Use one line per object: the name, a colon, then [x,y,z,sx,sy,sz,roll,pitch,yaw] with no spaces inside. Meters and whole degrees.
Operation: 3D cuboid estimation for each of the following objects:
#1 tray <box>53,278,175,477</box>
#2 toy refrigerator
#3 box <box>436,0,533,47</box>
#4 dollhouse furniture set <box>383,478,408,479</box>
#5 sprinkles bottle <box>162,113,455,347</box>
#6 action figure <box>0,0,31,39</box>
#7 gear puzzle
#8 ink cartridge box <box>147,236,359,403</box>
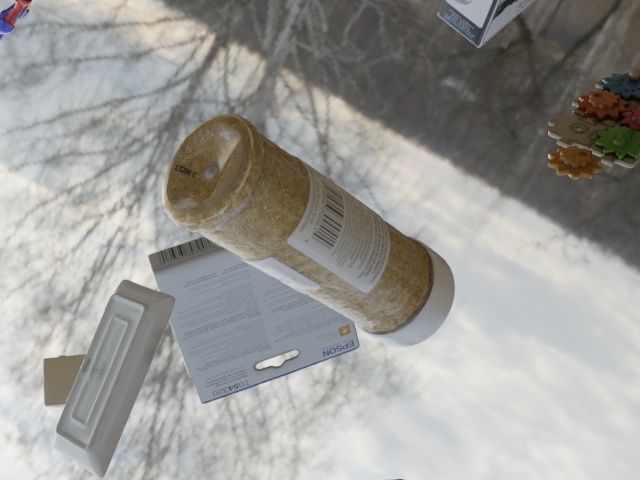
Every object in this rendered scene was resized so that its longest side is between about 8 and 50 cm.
tray: [-0.306,0.189,1.537,0.030,0.270,0.145,28,171,-42]
toy refrigerator: [-0.422,0.273,1.958,0.102,0.094,0.269,-6,163,-1]
box: [0.277,-0.426,1.502,0.087,0.169,0.290,42,153,13]
dollhouse furniture set: [0.049,0.475,1.457,0.201,0.374,0.152,46,158,4]
sprinkles bottle: [0.000,0.000,1.109,0.355,0.121,0.121,33,-174,-44]
action figure: [-0.553,-0.332,1.676,0.139,0.280,0.091,35,-141,-12]
gear puzzle: [0.477,-0.196,1.773,0.175,0.044,0.339,28,-132,31]
ink cartridge box: [-0.111,0.112,1.933,0.324,0.330,0.071,-19,-141,-8]
